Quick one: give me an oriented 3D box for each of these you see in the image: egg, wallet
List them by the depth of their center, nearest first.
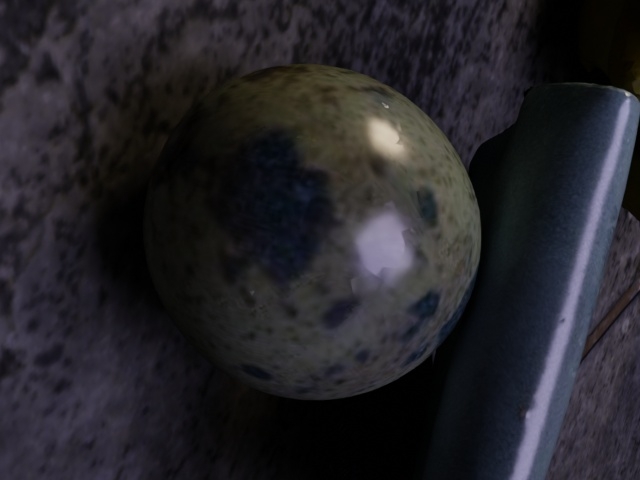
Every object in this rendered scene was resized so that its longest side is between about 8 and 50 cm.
[{"bbox_3d":[0.000,0.000,0.571,0.141,0.141,0.182,-65,159,-11],"label":"egg"},{"bbox_3d":[0.082,0.064,0.683,0.290,0.054,0.251,106,-1,-82],"label":"wallet"},{"bbox_3d":[0.040,0.137,0.802,0.111,0.030,0.166,-36,133,-43],"label":"wallet"}]

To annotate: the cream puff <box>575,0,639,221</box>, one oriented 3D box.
[{"bbox_3d":[0.323,-0.124,0.850,0.275,0.378,0.378,12,95,-58],"label":"cream puff"}]
